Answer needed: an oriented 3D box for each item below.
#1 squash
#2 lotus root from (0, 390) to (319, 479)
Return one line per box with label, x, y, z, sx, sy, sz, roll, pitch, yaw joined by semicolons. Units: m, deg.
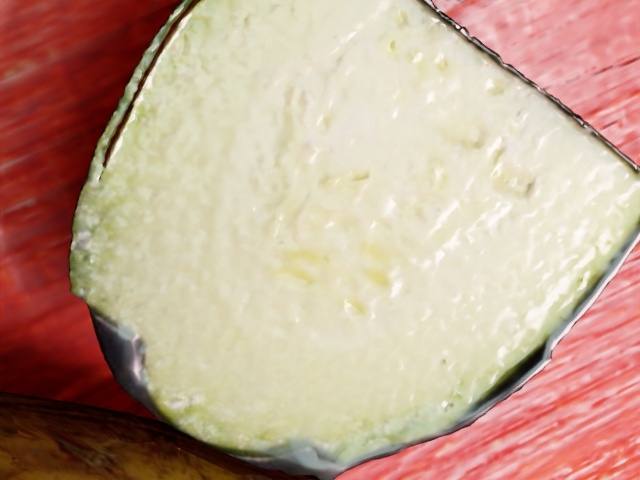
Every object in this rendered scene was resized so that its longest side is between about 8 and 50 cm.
squash;-0.001;-0.012;0.578;0.192;0.085;0.184;36;105;-19
lotus root;-0.103;0.156;0.577;0.397;0.179;0.196;18;125;-28
